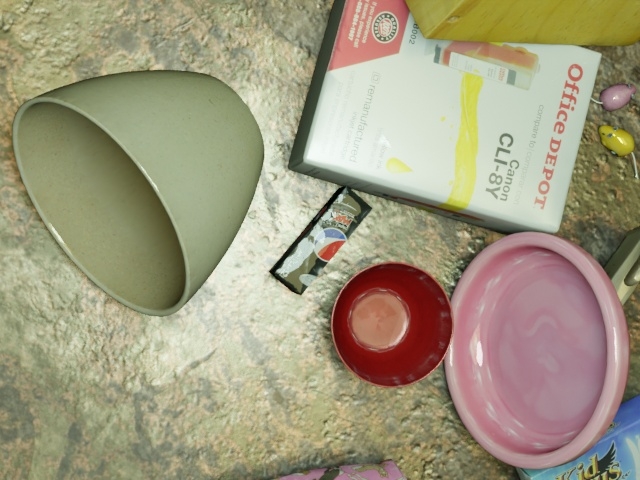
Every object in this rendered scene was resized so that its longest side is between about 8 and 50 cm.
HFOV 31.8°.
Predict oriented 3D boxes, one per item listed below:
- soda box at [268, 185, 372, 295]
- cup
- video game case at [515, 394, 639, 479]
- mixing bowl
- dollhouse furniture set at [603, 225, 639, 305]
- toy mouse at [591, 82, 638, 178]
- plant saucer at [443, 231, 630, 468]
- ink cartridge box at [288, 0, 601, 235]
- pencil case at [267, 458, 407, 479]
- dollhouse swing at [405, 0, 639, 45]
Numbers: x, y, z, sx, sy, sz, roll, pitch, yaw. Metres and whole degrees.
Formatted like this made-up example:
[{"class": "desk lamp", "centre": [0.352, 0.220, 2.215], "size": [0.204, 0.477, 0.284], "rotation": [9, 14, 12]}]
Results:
[{"class": "soda box", "centre": [0.000, 0.000, 1.652], "size": [0.053, 0.060, 0.169], "rotation": [40, 84, -9]}, {"class": "cup", "centre": [-0.215, -0.100, 1.513], "size": [0.237, 0.331, 0.331], "rotation": [-41, 97, -33]}, {"class": "video game case", "centre": [0.452, 0.380, 1.696], "size": [0.270, 0.061, 0.244], "rotation": [-26, 111, -9]}, {"class": "mixing bowl", "centre": [0.096, 0.120, 1.650], "size": [0.182, 0.098, 0.181], "rotation": [0, 90, -9]}, {"class": "dollhouse furniture set", "centre": [0.550, 0.136, 1.634], "size": [0.303, 0.286, 0.198], "rotation": [36, 84, 3]}, {"class": "toy mouse", "centre": [0.492, -0.202, 1.753], "size": [0.161, 0.031, 0.143], "rotation": [44, 83, -7]}, {"class": "plant saucer", "centre": [0.313, 0.154, 1.594], "size": [0.084, 0.332, 0.332], "rotation": [4, 89, -36]}, {"class": "ink cartridge box", "centre": [0.180, -0.187, 1.633], "size": [0.385, 0.160, 0.279], "rotation": [16, 86, -9]}, {"class": "pencil case", "centre": [-0.049, 0.427, 1.598], "size": [0.386, 0.167, 0.160], "rotation": [-8, 127, -10]}, {"class": "dollhouse swing", "centre": [0.301, -0.439, 1.521], "size": [0.347, 0.315, 0.304], "rotation": [-2, 73, -23]}]
